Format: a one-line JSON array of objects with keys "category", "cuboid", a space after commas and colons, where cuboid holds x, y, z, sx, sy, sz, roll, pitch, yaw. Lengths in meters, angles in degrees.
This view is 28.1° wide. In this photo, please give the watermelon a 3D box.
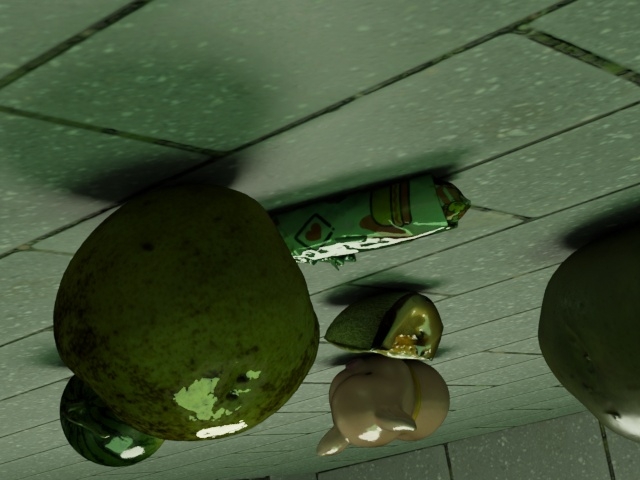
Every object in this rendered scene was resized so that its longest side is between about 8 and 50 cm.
[{"category": "watermelon", "cuboid": [-0.264, 0.211, 1.594, 0.141, 0.140, 0.187, -16, 161, 23]}]

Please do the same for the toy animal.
[{"category": "toy animal", "cuboid": [0.106, 0.247, 1.976, 0.165, 0.149, 0.248, -37, 165, 30]}]

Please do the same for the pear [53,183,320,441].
[{"category": "pear", "cuboid": [-0.106, 0.059, 0.974, 0.197, 0.197, 0.197, -9, 166, -2]}]

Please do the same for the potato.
[{"category": "potato", "cuboid": [0.382, 0.094, 1.349, 0.221, 0.243, 0.326, -13, 175, -42]}]

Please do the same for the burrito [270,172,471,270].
[{"category": "burrito", "cuboid": [0.000, 0.000, 1.125, 0.288, 0.054, 0.104, -15, 166, 17]}]

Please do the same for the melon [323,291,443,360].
[{"category": "melon", "cuboid": [0.068, 0.097, 1.507, 0.128, 0.079, 0.160, 3, 174, 30]}]
